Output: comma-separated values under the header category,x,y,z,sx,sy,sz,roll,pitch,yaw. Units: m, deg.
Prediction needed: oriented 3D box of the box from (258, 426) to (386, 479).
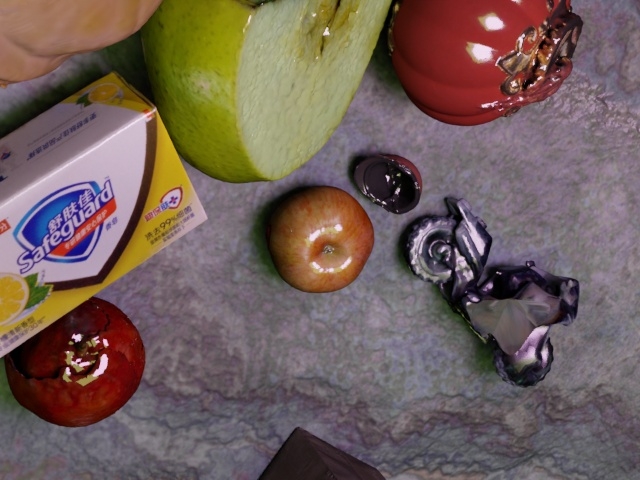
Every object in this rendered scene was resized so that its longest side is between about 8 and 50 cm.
category,x,y,z,sx,sy,sz,roll,pitch,yaw
box,-0.019,0.380,1.386,0.155,0.149,0.231,33,95,-30

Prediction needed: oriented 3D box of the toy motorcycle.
category,x,y,z,sx,sy,sz,roll,pitch,yaw
toy motorcycle,0.225,0.054,1.391,0.159,0.106,0.270,-42,110,-8

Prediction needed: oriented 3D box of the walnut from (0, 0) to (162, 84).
category,x,y,z,sx,sy,sz,roll,pitch,yaw
walnut,-0.286,-0.305,0.896,0.381,0.381,0.381,-9,113,-21

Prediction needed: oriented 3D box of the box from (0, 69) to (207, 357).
category,x,y,z,sx,sy,sz,roll,pitch,yaw
box,-0.263,-0.025,1.108,0.265,0.097,0.168,-34,138,-15

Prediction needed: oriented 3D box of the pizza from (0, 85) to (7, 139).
category,x,y,z,sx,sy,sz,roll,pitch,yaw
pizza,-0.370,-0.084,1.097,0.188,0.062,0.199,-29,121,-9

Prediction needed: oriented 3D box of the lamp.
category,x,y,z,sx,sy,sz,roll,pitch,yaw
lamp,0.176,-0.228,1.190,0.227,0.227,0.227,-9,113,-21

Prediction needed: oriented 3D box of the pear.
category,x,y,z,sx,sy,sz,roll,pitch,yaw
pear,-0.069,-0.185,1.121,0.292,0.159,0.292,-46,151,-34

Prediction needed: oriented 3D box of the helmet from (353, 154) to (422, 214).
category,x,y,z,sx,sy,sz,roll,pitch,yaw
helmet,0.083,-0.075,1.307,0.084,0.049,0.065,38,127,-5

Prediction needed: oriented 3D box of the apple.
category,x,y,z,sx,sy,sz,roll,pitch,yaw
apple,0.003,0.001,1.270,0.126,0.102,0.126,-8,113,-19

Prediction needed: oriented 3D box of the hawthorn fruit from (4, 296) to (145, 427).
category,x,y,z,sx,sy,sz,roll,pitch,yaw
hawthorn fruit,-0.254,0.123,1.170,0.148,0.172,0.148,2,83,-16
